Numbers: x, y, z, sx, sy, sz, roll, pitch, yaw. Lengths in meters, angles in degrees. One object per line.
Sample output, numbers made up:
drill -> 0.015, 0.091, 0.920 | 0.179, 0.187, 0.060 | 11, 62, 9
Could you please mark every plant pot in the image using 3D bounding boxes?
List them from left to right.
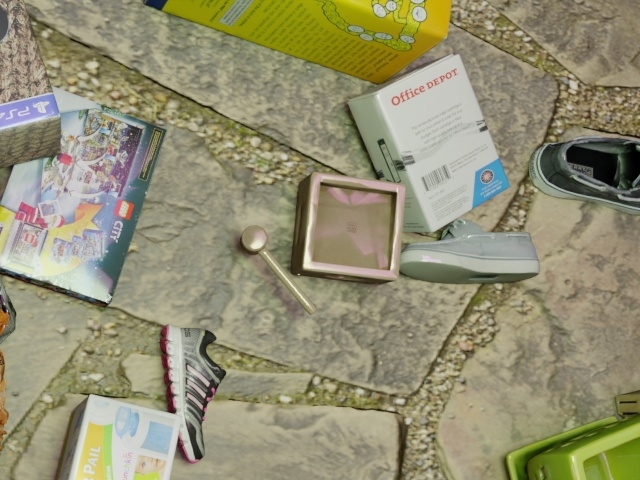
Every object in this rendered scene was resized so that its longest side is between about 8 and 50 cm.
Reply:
plant pot -> 0.388, 0.353, 1.358 | 0.228, 0.207, 0.227 | -14, 86, -24

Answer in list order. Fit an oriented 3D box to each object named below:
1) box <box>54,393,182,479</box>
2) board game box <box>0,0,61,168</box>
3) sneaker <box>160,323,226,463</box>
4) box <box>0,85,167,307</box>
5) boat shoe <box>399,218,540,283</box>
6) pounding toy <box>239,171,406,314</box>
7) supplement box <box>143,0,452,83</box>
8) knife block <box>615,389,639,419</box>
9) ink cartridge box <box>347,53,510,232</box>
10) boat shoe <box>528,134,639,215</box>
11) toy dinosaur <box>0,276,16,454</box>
box -> -0.240, 0.291, 1.148 | 0.114, 0.103, 0.203 | 17, 64, -19
board game box -> -0.442, -0.218, 1.129 | 0.232, 0.141, 0.291 | -18, 82, -18
sneaker -> -0.148, 0.183, 1.245 | 0.074, 0.063, 0.170 | -5, 78, -17
box -> -0.297, -0.054, 1.237 | 0.159, 0.044, 0.233 | 21, 73, -17
boat shoe -> 0.203, 0.013, 1.422 | 0.227, 0.079, 0.081 | 4, 70, -27
pounding toy -> -0.007, 0.009, 1.326 | 0.206, 0.094, 0.181 | 7, 83, -12
supplement box -> -0.020, -0.369, 1.328 | 0.356, 0.195, 0.194 | 15, 75, -20
knife block -> 0.607, 0.231, 1.537 | 0.275, 0.088, 0.242 | 38, 68, -12
ink cartridge box -> 0.149, -0.132, 1.396 | 0.148, 0.086, 0.203 | -28, 103, -24
boat shoe -> 0.465, -0.105, 1.531 | 0.301, 0.102, 0.108 | 8, 77, -21
toy dinosaur -> -0.416, 0.140, 1.103 | 0.218, 0.164, 0.322 | -22, 79, -39
